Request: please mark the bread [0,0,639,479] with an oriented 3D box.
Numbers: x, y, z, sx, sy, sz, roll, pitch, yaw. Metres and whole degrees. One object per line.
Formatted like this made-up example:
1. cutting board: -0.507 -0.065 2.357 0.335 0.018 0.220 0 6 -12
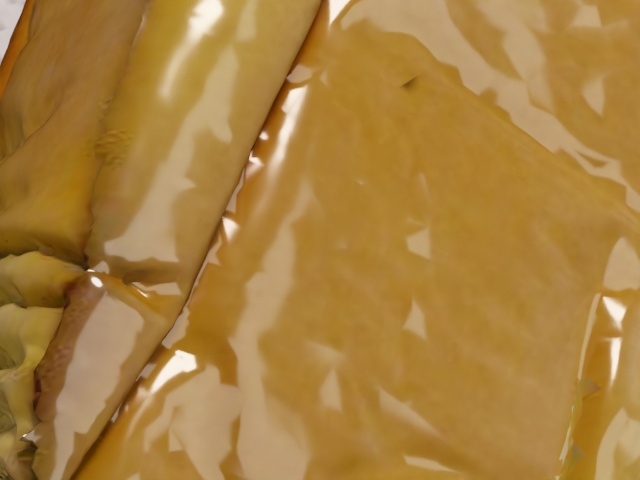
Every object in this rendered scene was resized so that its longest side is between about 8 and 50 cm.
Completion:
1. bread: 0.000 0.000 0.550 0.204 0.156 0.288 18 75 -21
